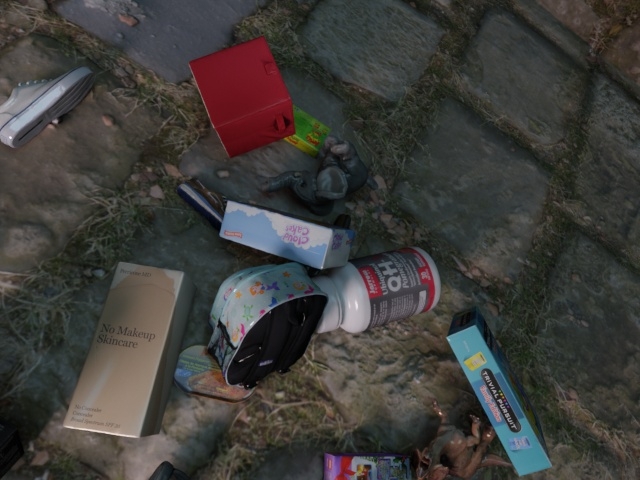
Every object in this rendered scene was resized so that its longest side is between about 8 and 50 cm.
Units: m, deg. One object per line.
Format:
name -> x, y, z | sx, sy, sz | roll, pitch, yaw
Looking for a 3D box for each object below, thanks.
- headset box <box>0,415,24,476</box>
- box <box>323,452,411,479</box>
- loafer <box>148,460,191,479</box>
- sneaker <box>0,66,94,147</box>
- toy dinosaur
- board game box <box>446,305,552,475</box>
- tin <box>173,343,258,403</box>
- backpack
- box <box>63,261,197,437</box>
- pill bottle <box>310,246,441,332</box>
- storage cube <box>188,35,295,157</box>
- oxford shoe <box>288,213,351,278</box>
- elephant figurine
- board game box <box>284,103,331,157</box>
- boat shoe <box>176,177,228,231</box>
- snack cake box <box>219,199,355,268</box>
headset box -> -0.615, 0.301, 0.651 | 0.246, 0.283, 0.131 | 39, 47, -6
box -> 0.103, 0.630, 0.928 | 0.200, 0.057, 0.294 | 11, 68, -19
loafer -> -0.328, 0.543, 0.751 | 0.084, 0.096, 0.268 | 38, 61, -11
sneaker -> -0.636, -0.326, 0.959 | 0.091, 0.094, 0.258 | 40, 63, -9
toy dinosaur -> 0.325, 0.521, 1.023 | 0.295, 0.127, 0.200 | 35, 70, -20
board game box -> 0.440, 0.351, 1.059 | 0.336, 0.079, 0.253 | 64, 19, 8
tin -> -0.230, 0.293, 0.931 | 0.189, 0.040, 0.106 | 19, 70, -13
backpack -> -0.110, 0.158, 0.891 | 0.225, 0.254, 0.191 | -9, 52, -39
box -> -0.363, 0.213, 0.844 | 0.147, 0.121, 0.311 | 7, 68, -1
pill bottle -> 0.121, 0.126, 1.045 | 0.318, 0.176, 0.177 | -11, 76, -24
storage cube -> -0.187, -0.350, 1.062 | 0.193, 0.184, 0.215 | -21, 80, -4
oxford shoe -> 0.000, 0.000, 1.098 | 0.096, 0.083, 0.227 | 39, 62, 1
elephant figurine -> 0.002, -0.146, 1.125 | 0.186, 0.169, 0.239 | 25, 66, 35
board game box -> -0.070, -0.325, 1.206 | 0.181, 0.043, 0.092 | 31, 64, -8
boat shoe -> -0.261, -0.087, 1.035 | 0.183, 0.066, 0.066 | 43, 61, -2
snack cake box -> -0.073, -0.015, 0.960 | 0.264, 0.152, 0.089 | 16, 95, 22
